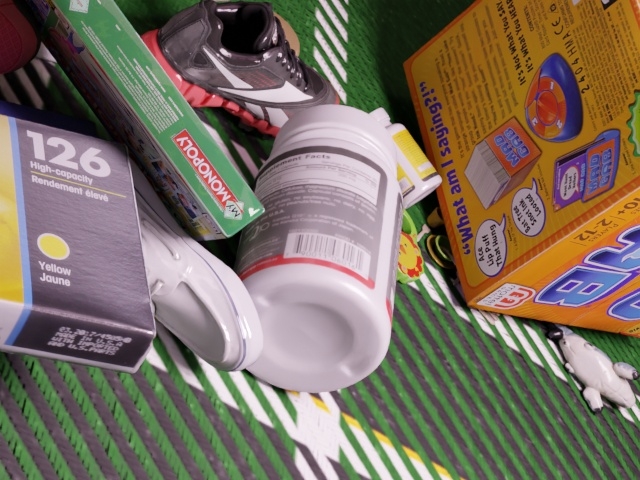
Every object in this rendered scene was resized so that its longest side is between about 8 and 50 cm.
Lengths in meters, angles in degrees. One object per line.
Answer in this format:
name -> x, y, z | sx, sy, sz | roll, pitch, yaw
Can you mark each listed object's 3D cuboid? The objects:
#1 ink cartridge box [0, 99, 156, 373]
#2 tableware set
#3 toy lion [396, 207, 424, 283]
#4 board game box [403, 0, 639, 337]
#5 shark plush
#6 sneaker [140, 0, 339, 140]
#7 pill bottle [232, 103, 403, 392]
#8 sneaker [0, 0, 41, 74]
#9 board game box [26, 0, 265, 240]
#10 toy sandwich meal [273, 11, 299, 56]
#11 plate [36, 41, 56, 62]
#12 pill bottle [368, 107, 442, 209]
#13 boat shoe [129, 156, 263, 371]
ink cartridge box -> -0.295, -0.047, 1.174 | 0.303, 0.072, 0.307 | 12, 43, -28
tableware set -> 0.184, 0.025, 1.779 | 0.154, 0.024, 0.104 | 47, 34, -4
toy lion -> 0.089, 0.000, 1.689 | 0.096, 0.034, 0.100 | 50, 33, -13
board game box -> 0.377, -0.130, 1.771 | 0.356, 0.356, 0.356 | 12, 55, -38
shark plush -> 0.329, 0.155, 1.826 | 0.161, 0.073, 0.067 | 36, 11, 14
sneaker -> -0.065, -0.190, 1.596 | 0.276, 0.135, 0.097 | 16, 45, -42
pill bottle -> 0.000, 0.000, 1.465 | 0.161, 0.161, 0.283 | 36, 36, -21
sneaker -> -0.389, -0.190, 1.241 | 0.314, 0.116, 0.136 | 20, 45, -32
board game box -> -0.180, -0.139, 1.328 | 0.046, 0.213, 0.317 | -38, 98, -13
toy sandwich meal -> -0.061, -0.243, 1.747 | 0.085, 0.029, 0.085 | 34, 32, -26
plate -> -0.342, -0.313, 1.471 | 0.278, 0.045, 0.277 | 11, 49, -44
pill bottle -> 0.089, -0.100, 1.749 | 0.116, 0.065, 0.065 | 56, 34, 6
boat shoe -> -0.160, 0.026, 1.331 | 0.258, 0.095, 0.084 | 46, 37, 12
